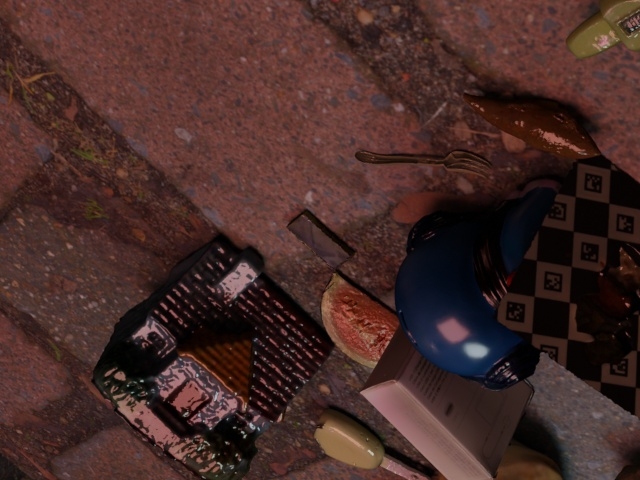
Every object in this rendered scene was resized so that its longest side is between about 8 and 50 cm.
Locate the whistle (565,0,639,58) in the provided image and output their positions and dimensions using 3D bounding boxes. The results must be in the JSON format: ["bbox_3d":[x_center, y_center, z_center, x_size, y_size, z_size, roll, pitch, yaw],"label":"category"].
[{"bbox_3d":[0.382,-0.276,1.349,0.105,0.085,0.227,45,139,-13],"label":"whistle"}]

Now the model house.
[{"bbox_3d":[-0.162,0.208,2.129,0.360,0.297,0.339,44,110,-12],"label":"model house"}]

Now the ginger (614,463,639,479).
[{"bbox_3d":[0.643,0.466,1.913,0.304,0.155,0.244,-10,118,31],"label":"ginger"}]

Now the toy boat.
[{"bbox_3d":[0.000,0.000,1.961,0.115,0.016,0.063,42,141,-10],"label":"toy boat"}]

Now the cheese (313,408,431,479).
[{"bbox_3d":[0.104,0.431,2.315,0.255,0.050,0.127,28,141,7],"label":"cheese"}]

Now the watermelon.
[{"bbox_3d":[0.087,0.157,2.041,0.245,0.063,0.119,42,128,-10],"label":"watermelon"}]

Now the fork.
[{"bbox_3d":[0.148,-0.121,1.724,0.220,0.034,0.028,9,162,29],"label":"fork"}]

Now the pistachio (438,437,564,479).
[{"bbox_3d":[0.324,0.472,2.076,0.238,0.229,0.321,-17,136,5],"label":"pistachio"}]

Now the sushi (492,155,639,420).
[{"bbox_3d":[0.388,0.060,1.561,0.264,0.290,0.050,35,161,-4],"label":"sushi"}]

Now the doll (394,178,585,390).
[{"bbox_3d":[0.249,0.071,1.698,0.310,0.240,0.284,-34,77,51],"label":"doll"}]

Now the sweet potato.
[{"bbox_3d":[0.287,-0.161,1.564,0.206,0.060,0.068,21,102,18],"label":"sweet potato"}]

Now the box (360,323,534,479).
[{"bbox_3d":[0.216,0.252,1.925,0.251,0.203,0.106,46,141,-15],"label":"box"}]
